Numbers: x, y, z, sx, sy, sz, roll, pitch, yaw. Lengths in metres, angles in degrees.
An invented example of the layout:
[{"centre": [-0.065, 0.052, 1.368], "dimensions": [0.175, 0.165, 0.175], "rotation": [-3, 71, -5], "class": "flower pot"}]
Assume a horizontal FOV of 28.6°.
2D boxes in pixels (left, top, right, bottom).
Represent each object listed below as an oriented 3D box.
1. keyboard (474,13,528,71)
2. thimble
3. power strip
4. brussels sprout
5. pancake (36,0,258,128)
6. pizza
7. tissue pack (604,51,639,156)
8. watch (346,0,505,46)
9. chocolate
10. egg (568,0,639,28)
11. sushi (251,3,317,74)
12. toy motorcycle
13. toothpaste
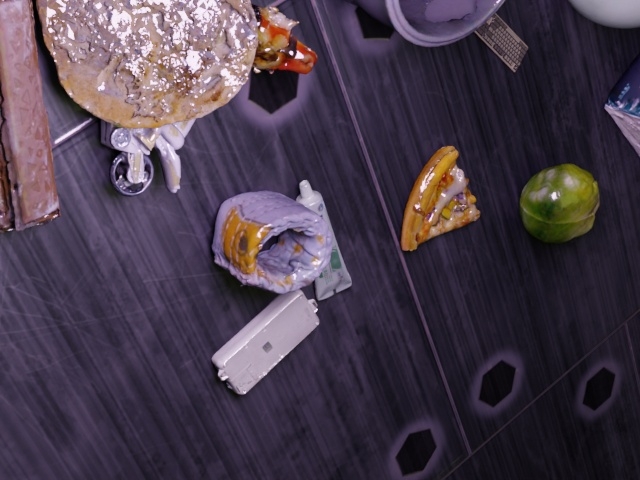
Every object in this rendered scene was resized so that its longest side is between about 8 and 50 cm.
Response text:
[{"centre": [0.292, -0.325, 2.031], "dimensions": [0.129, 0.015, 0.049], "rotation": [35, 86, -41], "class": "keyboard"}, {"centre": [-0.072, 0.001, 1.821], "dimensions": [0.151, 0.118, 0.127], "rotation": [-2, 110, -39], "class": "thimble"}, {"centre": [-0.082, 0.154, 1.935], "dimensions": [0.192, 0.035, 0.081], "rotation": [-42, 130, -15], "class": "power strip"}, {"centre": [0.412, -0.069, 2.172], "dimensions": [0.155, 0.117, 0.155], "rotation": [-40, 148, -32], "class": "brussels sprout"}, {"centre": [-0.214, -0.272, 1.561], "dimensions": [0.282, 0.049, 0.282], "rotation": [-2, 100, -10], "class": "pancake"}, {"centre": [0.206, -0.048, 2.072], "dimensions": [0.176, 0.036, 0.185], "rotation": [32, 88, -42], "class": "pizza"}, {"centre": [0.735, -0.301, 2.229], "dimensions": [0.264, 0.253, 0.416], "rotation": [40, 83, -40], "class": "tissue pack"}, {"centre": [0.181, -0.435, 1.755], "dimensions": [0.335, 0.314, 0.327], "rotation": [17, 110, -52], "class": "watch"}, {"centre": [-0.379, -0.164, 1.545], "dimensions": [0.102, 0.065, 0.329], "rotation": [-17, 117, -31], "class": "chocolate"}, {"centre": [0.505, -0.445, 2.021], "dimensions": [0.282, 0.203, 0.203], "rotation": [-23, 122, -36], "class": "egg"}, {"centre": [-0.109, -0.280, 1.672], "dimensions": [0.226, 0.097, 0.103], "rotation": [23, 59, -22], "class": "sushi"}, {"centre": [-0.221, -0.171, 1.660], "dimensions": [0.151, 0.074, 0.229], "rotation": [-12, 107, -28], "class": "toy motorcycle"}, {"centre": [0.000, 0.000, 1.932], "dimensions": [0.064, 0.041, 0.218], "rotation": [-26, 127, -14], "class": "toothpaste"}]
